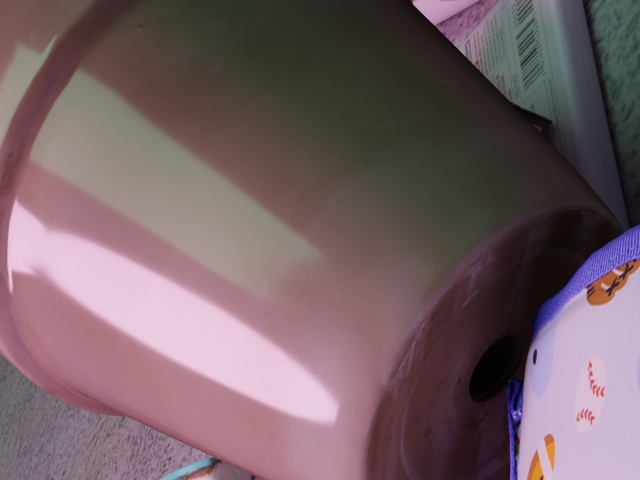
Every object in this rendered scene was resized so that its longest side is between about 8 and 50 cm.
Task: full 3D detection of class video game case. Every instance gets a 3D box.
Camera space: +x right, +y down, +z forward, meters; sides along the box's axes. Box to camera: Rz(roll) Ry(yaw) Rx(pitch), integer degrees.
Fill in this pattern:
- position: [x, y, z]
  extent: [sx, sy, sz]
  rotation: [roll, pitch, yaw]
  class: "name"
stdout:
- position: [0.116, -0.016, 1.023]
  extent: [0.300, 0.036, 0.329]
  rotation: [-49, 31, 42]
  class: "video game case"

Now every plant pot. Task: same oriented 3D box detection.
- position: [0.000, 0.000, 0.716]
  extent: [0.280, 0.323, 0.323]
  rotation: [34, 105, 38]
  class: "plant pot"

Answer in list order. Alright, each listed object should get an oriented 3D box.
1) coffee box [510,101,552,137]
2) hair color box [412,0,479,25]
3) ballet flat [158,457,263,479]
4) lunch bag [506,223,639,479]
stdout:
- position: [0.055, -0.001, 0.972]
  extent: [0.246, 0.098, 0.141]
  rotation: [-68, 24, 6]
  class: "coffee box"
- position: [0.056, -0.271, 1.135]
  extent: [0.105, 0.174, 0.347]
  rotation: [-68, 16, -13]
  class: "hair color box"
- position: [-0.142, 0.319, 1.264]
  extent: [0.409, 0.147, 0.147]
  rotation: [-44, 34, 52]
  class: "ballet flat"
- position: [0.199, 0.152, 0.439]
  extent: [0.385, 0.239, 0.327]
  rotation: [-20, 54, 52]
  class: "lunch bag"
